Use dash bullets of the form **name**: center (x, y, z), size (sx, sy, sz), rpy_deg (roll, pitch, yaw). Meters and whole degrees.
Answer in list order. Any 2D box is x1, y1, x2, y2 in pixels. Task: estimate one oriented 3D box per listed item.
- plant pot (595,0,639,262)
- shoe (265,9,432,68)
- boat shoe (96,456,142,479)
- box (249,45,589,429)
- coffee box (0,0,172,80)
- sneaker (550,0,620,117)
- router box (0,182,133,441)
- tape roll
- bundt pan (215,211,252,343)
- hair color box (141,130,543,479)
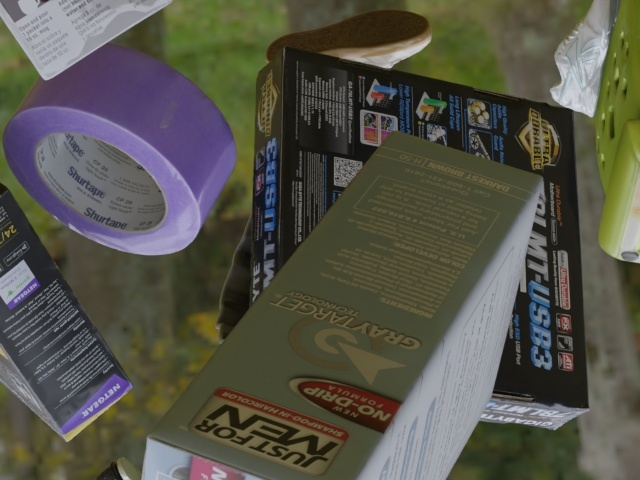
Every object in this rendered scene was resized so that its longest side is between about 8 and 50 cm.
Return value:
- **plant pot**: center (0.376, -0.095, 1.850), size (0.227, 0.207, 0.228), rpy_deg (9, 146, 4)
- **shoe**: center (0.040, -0.231, 2.402), size (0.219, 0.058, 0.076), rpy_deg (-7, -135, 26)
- **boat shoe**: center (-0.203, 0.297, 2.228), size (0.042, 0.133, 0.049), rpy_deg (-33, -145, 12)
- **box**: center (0.086, 0.000, 1.699), size (0.293, 0.295, 0.073), rpy_deg (10, 157, -24)
- **coffee box**: center (-0.230, -0.282, 1.422), size (0.119, 0.297, 0.168), rpy_deg (-32, -164, 6)
- **sneaker**: center (0.282, -0.208, 2.101), size (0.061, 0.152, 0.054), rpy_deg (18, -155, 16)
- **router box**: center (-0.317, 0.012, 1.724), size (0.081, 0.243, 0.309), rpy_deg (-40, -139, -16)
- **tape roll**: center (-0.173, -0.077, 1.700), size (0.189, 0.189, 0.080), rpy_deg (-10, -138, 44)
- **bundt pan**: center (0.000, 0.000, 2.395), size (0.124, 0.331, 0.331), rpy_deg (24, 170, -14)
- **hair color box**: center (0.015, 0.103, 1.174), size (0.114, 0.185, 0.374), rpy_deg (18, -147, 13)
